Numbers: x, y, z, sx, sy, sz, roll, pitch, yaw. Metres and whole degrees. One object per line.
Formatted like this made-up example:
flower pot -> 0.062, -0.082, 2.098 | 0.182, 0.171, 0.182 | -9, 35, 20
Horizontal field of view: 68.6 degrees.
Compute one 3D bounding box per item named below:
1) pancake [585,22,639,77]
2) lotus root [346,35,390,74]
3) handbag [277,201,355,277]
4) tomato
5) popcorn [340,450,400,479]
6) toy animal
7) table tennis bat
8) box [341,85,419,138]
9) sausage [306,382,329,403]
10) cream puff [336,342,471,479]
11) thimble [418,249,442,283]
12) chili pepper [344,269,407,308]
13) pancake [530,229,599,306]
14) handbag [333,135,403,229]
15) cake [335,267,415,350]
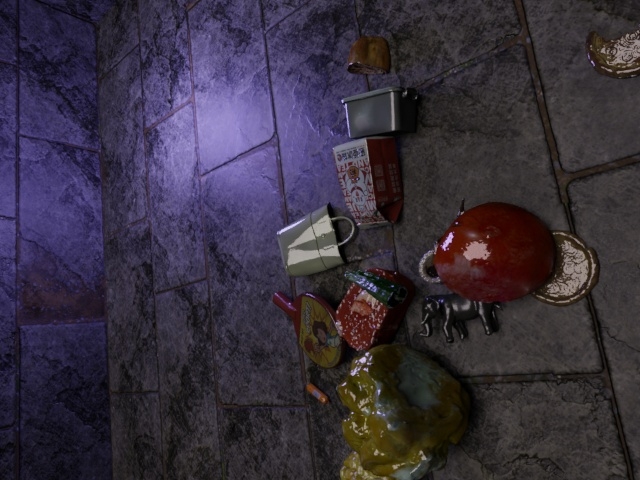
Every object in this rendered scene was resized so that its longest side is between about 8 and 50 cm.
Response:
pancake -> 0.761, -0.488, 1.147 | 0.190, 0.020, 0.184 | -40, 61, 30
lotus root -> 0.157, -0.642, 1.628 | 0.160, 0.095, 0.135 | -1, 82, 34
handbag -> 0.000, 0.000, 1.726 | 0.316, 0.109, 0.241 | -22, 73, 23
tomato -> 0.439, 0.024, 1.211 | 0.309, 0.170, 0.308 | -8, 74, 27
popcorn -> 0.178, 0.708, 1.420 | 0.235, 0.216, 0.180 | -25, 54, 9
toy animal -> 0.392, 0.213, 1.348 | 0.245, 0.114, 0.146 | -19, 80, 15
table tennis bat -> -0.044, 0.297, 1.702 | 0.415, 0.051, 0.267 | 31, 126, 45
box -> 0.197, -0.407, 1.534 | 0.244, 0.163, 0.134 | -1, 94, 39
sausage -> -0.006, 0.556, 1.691 | 0.107, 0.031, 0.031 | 30, 105, 38
cream puff -> 0.210, 0.487, 1.314 | 0.378, 0.379, 0.275 | 47, 132, 33
thimble -> 0.360, 0.079, 1.390 | 0.115, 0.090, 0.102 | -14, 73, 40
chili pepper -> 0.146, 0.133, 1.398 | 0.227, 0.088, 0.059 | 22, 125, 47
pancake -> 0.615, 0.071, 1.217 | 0.199, 0.021, 0.199 | -4, 83, 39
handbag -> 0.164, -0.186, 1.553 | 0.171, 0.151, 0.297 | -3, 99, 50
cake -> 0.165, 0.214, 1.500 | 0.177, 0.151, 0.282 | 32, 105, 34
